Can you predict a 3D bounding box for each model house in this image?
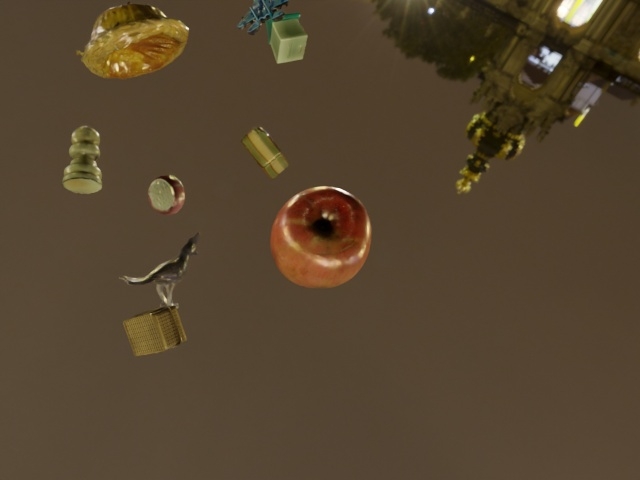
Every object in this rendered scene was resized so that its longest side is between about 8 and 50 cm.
[{"bbox_3d":[-0.118,-0.696,1.718,0.100,0.127,0.149,-18,-105,-17],"label":"model house"}]

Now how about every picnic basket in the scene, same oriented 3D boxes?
[{"bbox_3d":[-0.463,0.251,1.427,0.079,0.164,0.115,-24,-84,-53],"label":"picnic basket"}]

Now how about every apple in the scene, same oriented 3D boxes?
[{"bbox_3d":[0.000,0.000,1.826,0.363,0.364,0.364,16,-143,-13],"label":"apple"}]

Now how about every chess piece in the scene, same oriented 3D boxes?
[{"bbox_3d":[-0.876,-0.309,1.895,0.133,0.133,0.243,4,-112,-27],"label":"chess piece"}]

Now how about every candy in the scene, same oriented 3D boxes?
[{"bbox_3d":[-0.397,-0.117,1.318,0.103,0.103,0.043,38,-158,16],"label":"candy"}]

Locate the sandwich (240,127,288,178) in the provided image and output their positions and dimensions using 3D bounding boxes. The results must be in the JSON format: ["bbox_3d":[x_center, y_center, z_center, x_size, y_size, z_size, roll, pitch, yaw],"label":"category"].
[{"bbox_3d":[-0.163,-0.263,1.537,0.113,0.079,0.163,52,-178,7],"label":"sandwich"}]

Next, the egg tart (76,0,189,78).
[{"bbox_3d":[-0.652,-0.700,1.783,0.387,0.387,0.169,-24,-85,-46],"label":"egg tart"}]

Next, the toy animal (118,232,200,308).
[{"bbox_3d":[-0.498,0.129,1.643,0.081,0.206,0.367,11,-154,20],"label":"toy animal"}]

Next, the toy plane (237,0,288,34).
[{"bbox_3d":[-0.166,-0.678,1.485,0.078,0.169,0.246,57,-165,-35],"label":"toy plane"}]
